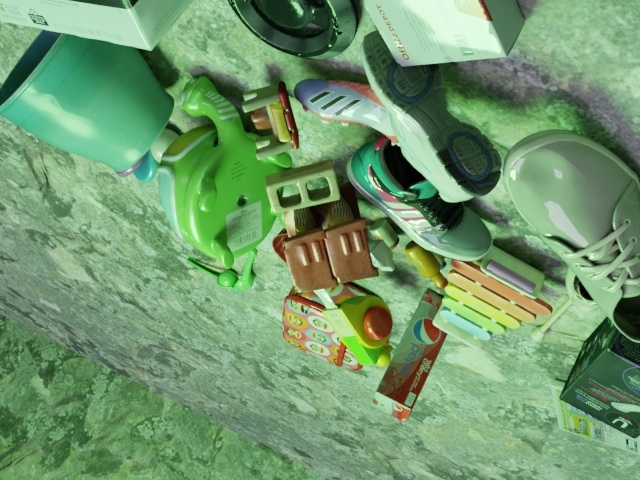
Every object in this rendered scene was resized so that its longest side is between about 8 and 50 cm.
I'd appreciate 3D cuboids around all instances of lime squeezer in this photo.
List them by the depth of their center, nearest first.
[{"bbox_3d":[-0.235,0.084,2.290,0.110,0.059,0.310,45,150,-26],"label":"lime squeezer"}]

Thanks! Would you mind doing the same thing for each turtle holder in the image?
[{"bbox_3d":[-0.213,-0.123,1.726,0.227,0.243,0.320,29,161,39],"label":"turtle holder"}]

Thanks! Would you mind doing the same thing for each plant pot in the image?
[{"bbox_3d":[-0.423,-0.272,1.674,0.255,0.272,0.271,38,153,-27],"label":"plant pot"}]

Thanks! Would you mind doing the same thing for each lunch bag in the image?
[{"bbox_3d":[0.041,0.201,2.152,0.258,0.120,0.293,22,153,8],"label":"lunch bag"}]

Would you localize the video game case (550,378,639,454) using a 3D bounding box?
[{"bbox_3d":[0.613,0.391,1.983,0.193,0.023,0.212,14,149,30],"label":"video game case"}]

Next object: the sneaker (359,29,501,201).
[{"bbox_3d":[0.142,-0.176,1.337,0.297,0.111,0.129,60,159,6],"label":"sneaker"}]

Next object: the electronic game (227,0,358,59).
[{"bbox_3d":[-0.048,-0.363,1.359,0.229,0.048,0.229,22,152,13],"label":"electronic game"}]

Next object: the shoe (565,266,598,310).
[{"bbox_3d":[0.459,0.068,1.557,0.076,0.058,0.219,19,151,22],"label":"shoe"}]

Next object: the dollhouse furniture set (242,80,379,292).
[{"bbox_3d":[-0.016,-0.117,1.585,0.152,0.201,0.374,-13,117,2],"label":"dollhouse furniture set"}]

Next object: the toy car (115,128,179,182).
[{"bbox_3d":[-0.393,-0.197,1.888,0.159,0.136,0.182,-2,138,46],"label":"toy car"}]

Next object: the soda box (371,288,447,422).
[{"bbox_3d":[0.200,0.240,1.882,0.083,0.263,0.092,26,153,10],"label":"soda box"}]

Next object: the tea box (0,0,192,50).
[{"bbox_3d":[-0.368,-0.483,1.292,0.328,0.220,0.324,15,148,28],"label":"tea box"}]

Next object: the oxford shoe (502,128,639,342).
[{"bbox_3d":[0.430,0.004,1.349,0.169,0.130,0.449,-29,124,25],"label":"oxford shoe"}]

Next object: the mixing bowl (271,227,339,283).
[{"bbox_3d":[0.000,0.000,1.856,0.181,0.098,0.181,20,155,10],"label":"mixing bowl"}]

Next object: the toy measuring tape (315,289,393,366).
[{"bbox_3d":[0.060,0.121,1.844,0.121,0.121,0.330,-10,120,52],"label":"toy measuring tape"}]

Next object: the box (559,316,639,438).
[{"bbox_3d":[0.567,0.226,1.619,0.165,0.143,0.270,28,153,10],"label":"box"}]

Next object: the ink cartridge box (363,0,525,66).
[{"bbox_3d":[0.164,-0.309,1.206,0.175,0.072,0.127,4,143,41],"label":"ink cartridge box"}]

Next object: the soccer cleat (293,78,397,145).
[{"bbox_3d":[0.074,-0.225,1.451,0.248,0.083,0.095,25,132,15],"label":"soccer cleat"}]

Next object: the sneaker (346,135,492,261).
[{"bbox_3d":[0.191,-0.082,1.520,0.295,0.124,0.178,34,162,-4],"label":"sneaker"}]

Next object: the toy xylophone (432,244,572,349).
[{"bbox_3d":[0.349,0.120,1.732,0.236,0.081,0.323,25,153,10],"label":"toy xylophone"}]

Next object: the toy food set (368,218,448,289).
[{"bbox_3d":[0.160,0.025,1.717,0.105,0.111,0.232,52,153,-21],"label":"toy food set"}]
